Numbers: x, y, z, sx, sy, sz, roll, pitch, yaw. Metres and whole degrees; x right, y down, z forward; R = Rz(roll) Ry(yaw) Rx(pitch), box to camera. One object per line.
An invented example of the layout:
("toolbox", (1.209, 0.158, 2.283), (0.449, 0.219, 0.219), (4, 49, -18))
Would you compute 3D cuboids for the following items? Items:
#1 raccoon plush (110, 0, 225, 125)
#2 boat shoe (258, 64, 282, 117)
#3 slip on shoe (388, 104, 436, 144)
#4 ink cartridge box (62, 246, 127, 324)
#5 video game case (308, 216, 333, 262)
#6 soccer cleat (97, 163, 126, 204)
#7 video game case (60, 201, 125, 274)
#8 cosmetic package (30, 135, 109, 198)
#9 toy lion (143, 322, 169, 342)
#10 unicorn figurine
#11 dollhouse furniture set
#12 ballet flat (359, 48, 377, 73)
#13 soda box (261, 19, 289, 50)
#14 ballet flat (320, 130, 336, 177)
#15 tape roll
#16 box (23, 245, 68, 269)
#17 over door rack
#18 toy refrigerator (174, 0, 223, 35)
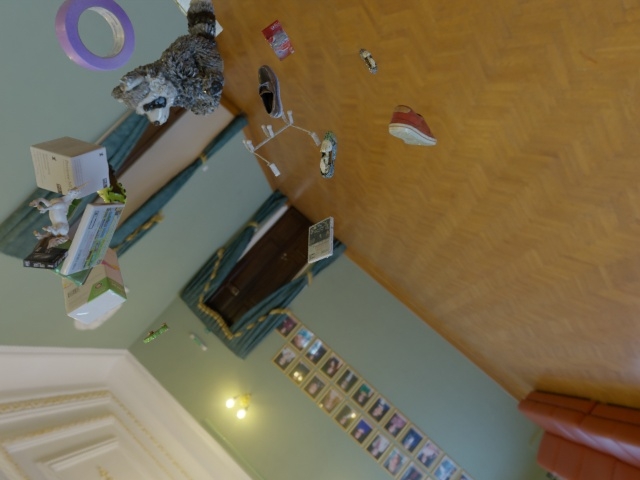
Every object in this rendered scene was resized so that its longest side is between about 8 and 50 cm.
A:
("raccoon plush", (-0.483, -0.565, 1.403), (0.216, 0.299, 0.446), (-36, 61, 52))
("boat shoe", (-0.180, -0.520, 1.577), (0.066, 0.066, 0.183), (-27, -80, -64))
("slip on shoe", (0.343, -0.406, 1.643), (0.123, 0.101, 0.331), (10, -177, 32))
("ink cartridge box", (-0.971, 0.147, 1.930), (0.353, 0.207, 0.119), (59, -179, 34))
("video game case", (0.000, 0.000, 2.045), (0.022, 0.173, 0.190), (11, 161, -29))
("soccer cleat", (-0.922, -0.212, 1.980), (0.093, 0.121, 0.289), (4, -135, -48))
("video game case", (-0.707, -0.013, 1.422), (0.026, 0.227, 0.206), (24, -174, -2))
("cosmetic package", (-0.860, -0.255, 1.571), (0.183, 0.151, 0.151), (16, 120, 17))
("toy lion", (-0.677, 0.383, 1.866), (0.034, 0.100, 0.096), (59, 172, -6))
("unicorn figurine", (-0.631, -0.068, 1.091), (0.060, 0.162, 0.111), (16, -167, 16))
("dollhouse furniture set", (-0.878, -0.016, 1.651), (0.197, 0.151, 0.301), (33, -148, -26))
("ballet flat", (0.186, -0.693, 1.734), (0.114, 0.041, 0.041), (63, 174, 8))
("soda box", (-0.176, -0.849, 1.939), (0.092, 0.083, 0.263), (56, -172, -9))
("ballet flat", (0.027, -0.343, 1.824), (0.070, 0.070, 0.188), (27, 121, 60))
("tape roll", (-0.883, -0.817, 1.793), (0.090, 0.275, 0.275), (14, 156, 37))
("box", (-0.645, 0.041, 1.069), (0.067, 0.018, 0.083), (7, -159, -9))
("over door rack", (-0.179, -0.435, 1.930), (0.324, 0.239, 0.108), (45, 170, 47))
("toy refrigerator", (-0.559, -1.015, 1.988), (0.102, 0.094, 0.269), (48, -178, 44))
